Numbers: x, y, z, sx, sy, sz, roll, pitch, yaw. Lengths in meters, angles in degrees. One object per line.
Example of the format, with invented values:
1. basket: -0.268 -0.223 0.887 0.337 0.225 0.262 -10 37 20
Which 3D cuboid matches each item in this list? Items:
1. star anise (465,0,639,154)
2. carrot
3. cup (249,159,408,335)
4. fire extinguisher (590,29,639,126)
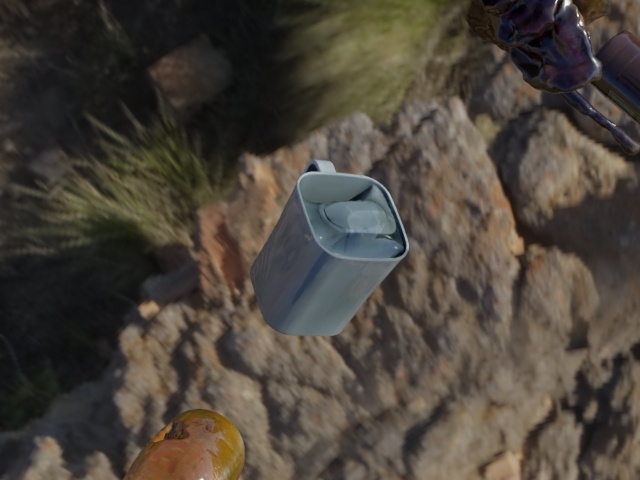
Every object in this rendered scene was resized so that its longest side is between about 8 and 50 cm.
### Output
1. star anise: 0.112 -0.113 0.783 0.070 0.097 0.190 -35 109 33
2. carrot: -0.133 0.219 1.251 0.087 0.087 0.193 25 50 18
3. cup: 0.000 0.000 1.358 0.095 0.129 0.128 3 51 -31
4. fire extinguisher: 0.396 -0.131 1.660 0.231 0.099 0.071 43 121 16
